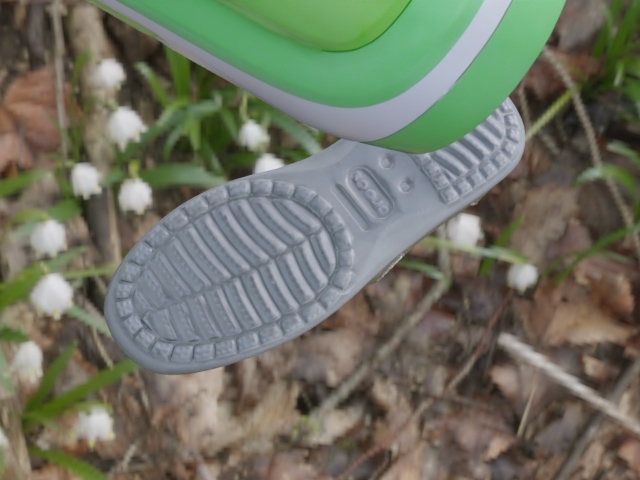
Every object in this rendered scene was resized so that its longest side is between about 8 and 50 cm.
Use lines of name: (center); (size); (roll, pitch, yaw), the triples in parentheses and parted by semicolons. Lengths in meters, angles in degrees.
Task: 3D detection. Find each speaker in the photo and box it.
speaker: (-0.061, -0.142, 0.502); (0.297, 0.131, 0.131); (28, 50, -24)

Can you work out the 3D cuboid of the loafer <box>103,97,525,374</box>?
loafer: (0.000, 0.000, 0.853); (0.251, 0.087, 0.094); (-28, 78, -12)
